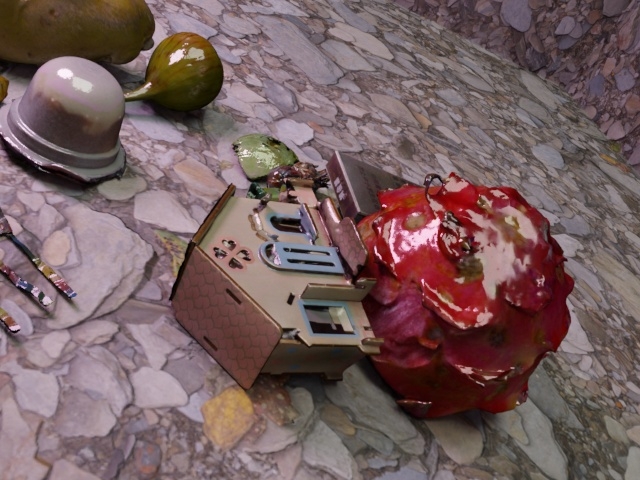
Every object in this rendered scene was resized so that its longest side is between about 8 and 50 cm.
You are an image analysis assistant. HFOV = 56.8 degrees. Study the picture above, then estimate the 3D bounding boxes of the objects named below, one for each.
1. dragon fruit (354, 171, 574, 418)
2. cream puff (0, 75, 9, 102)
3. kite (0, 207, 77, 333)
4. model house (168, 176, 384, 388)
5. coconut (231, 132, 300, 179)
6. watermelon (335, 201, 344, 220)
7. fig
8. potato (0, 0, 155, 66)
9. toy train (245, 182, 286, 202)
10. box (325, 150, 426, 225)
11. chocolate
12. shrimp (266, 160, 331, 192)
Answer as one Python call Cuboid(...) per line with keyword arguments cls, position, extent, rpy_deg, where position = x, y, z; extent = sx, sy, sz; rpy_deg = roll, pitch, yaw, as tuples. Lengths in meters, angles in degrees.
Cuboid(cls="dragon fruit", position=(0.232, 0.069, 0.897), extent=(0.370, 0.249, 0.387), rpy_deg=(30, 53, -19))
Cuboid(cls="cream puff", position=(-0.527, -0.240, 0.912), extent=(0.083, 0.058, 0.083), rpy_deg=(20, 33, -14))
Cuboid(cls="kite", position=(-0.424, 0.004, 0.726), extent=(0.285, 0.015, 0.152), rpy_deg=(38, 37, 15))
Cuboid(cls="model house", position=(-0.079, 0.036, 0.819), extent=(0.244, 0.169, 0.326), rpy_deg=(4, 46, -29))
Cuboid(cls="coconut", position=(-0.109, -0.173, 1.165), extent=(0.133, 0.055, 0.158), rpy_deg=(35, 32, 3))
Cuboid(cls="watermelon", position=(0.005, 0.000, 1.047), extent=(0.155, 0.080, 0.101), rpy_deg=(-42, 112, -58))
Cuboid(cls="fig", position=(-0.298, -0.308, 1.114), extent=(0.151, 0.151, 0.259), rpy_deg=(40, 40, 13))
Cuboid(cls="potato", position=(-0.467, -0.412, 1.052), extent=(0.350, 0.203, 0.218), rpy_deg=(11, 39, -29))
Cuboid(cls="toy train", position=(-0.084, -0.056, 1.013), extent=(0.122, 0.081, 0.050), rpy_deg=(-1, 39, -39))
Cuboid(cls="box", position=(0.169, -0.052, 1.118), extent=(0.324, 0.047, 0.180), rpy_deg=(18, 36, -30))
Cuboid(cls="chocolate", position=(-0.377, -0.198, 0.903), extent=(0.221, 0.147, 0.221), rpy_deg=(22, 38, -18))
Cuboid(cls="shrimp", position=(-0.034, -0.119, 1.141), extent=(0.090, 0.079, 0.233), rpy_deg=(3, 18, 29))
